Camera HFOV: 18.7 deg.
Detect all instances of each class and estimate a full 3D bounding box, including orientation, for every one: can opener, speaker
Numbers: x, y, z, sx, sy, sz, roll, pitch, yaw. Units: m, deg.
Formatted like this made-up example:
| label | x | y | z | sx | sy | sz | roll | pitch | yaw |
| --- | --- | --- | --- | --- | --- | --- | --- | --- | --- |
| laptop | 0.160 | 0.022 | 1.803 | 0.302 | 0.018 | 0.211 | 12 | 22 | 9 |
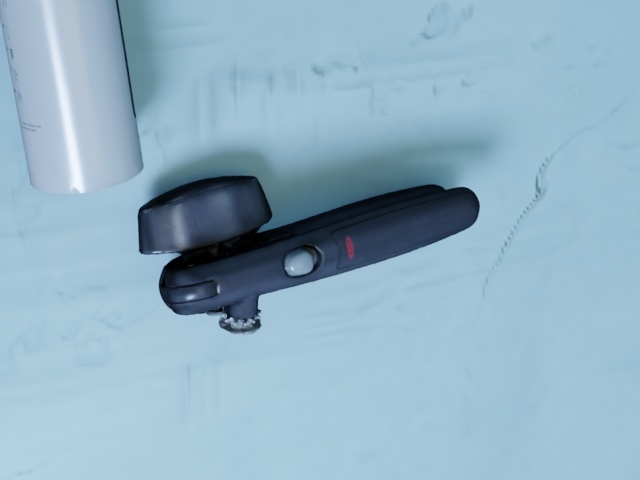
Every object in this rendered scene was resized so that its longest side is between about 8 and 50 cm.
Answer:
| label | x | y | z | sx | sy | sz | roll | pitch | yaw |
| --- | --- | --- | --- | --- | --- | --- | --- | --- | --- |
| can opener | 0.000 | 0.000 | 0.971 | 0.186 | 0.059 | 0.073 | -11 | 109 | -26 |
| speaker | -0.116 | -0.091 | 0.881 | 0.055 | 0.055 | 0.136 | -17 | 112 | -24 |
